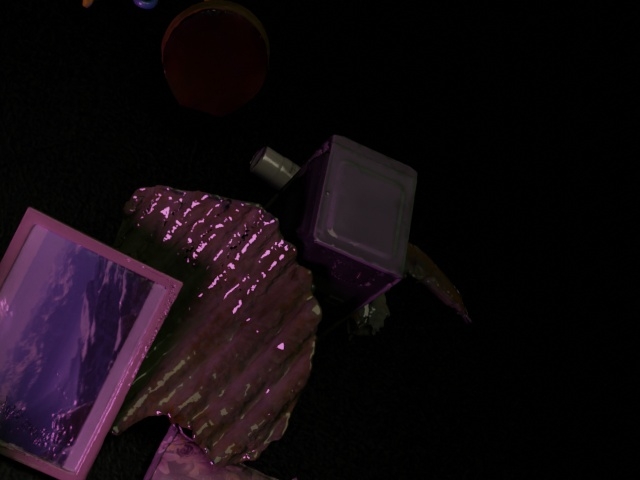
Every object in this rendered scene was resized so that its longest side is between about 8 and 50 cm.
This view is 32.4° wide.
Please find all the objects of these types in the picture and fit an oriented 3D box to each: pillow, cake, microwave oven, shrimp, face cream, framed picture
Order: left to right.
[{"bbox_3d":[-0.378,0.155,1.569,0.247,0.022,0.335,27,89,-12],"label":"framed picture"},{"bbox_3d":[-0.194,-0.330,1.967,0.208,0.178,0.185,-44,109,-1],"label":"cake"},{"bbox_3d":[-0.152,0.388,1.672,0.255,0.059,0.169,30,52,-12],"label":"pillow"},{"bbox_3d":[-0.018,-0.085,1.997,0.244,0.058,0.092,33,36,-16],"label":"face cream"},{"bbox_3d":[0.000,0.000,1.810,0.181,0.295,0.237,24,56,-18],"label":"microwave oven"},{"bbox_3d":[0.141,0.080,2.008,0.287,0.068,0.185,-1,69,-41],"label":"shrimp"}]

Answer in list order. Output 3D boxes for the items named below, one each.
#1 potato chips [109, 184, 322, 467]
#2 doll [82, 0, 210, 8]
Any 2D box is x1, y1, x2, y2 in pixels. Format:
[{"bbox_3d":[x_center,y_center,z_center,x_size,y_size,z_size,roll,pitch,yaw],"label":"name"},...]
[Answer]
[{"bbox_3d":[-0.184,0.119,1.650,0.373,0.097,0.389,19,89,2],"label":"potato chips"},{"bbox_3d":[-0.328,-0.566,2.039,0.346,0.099,0.341,3,66,-31],"label":"doll"}]
